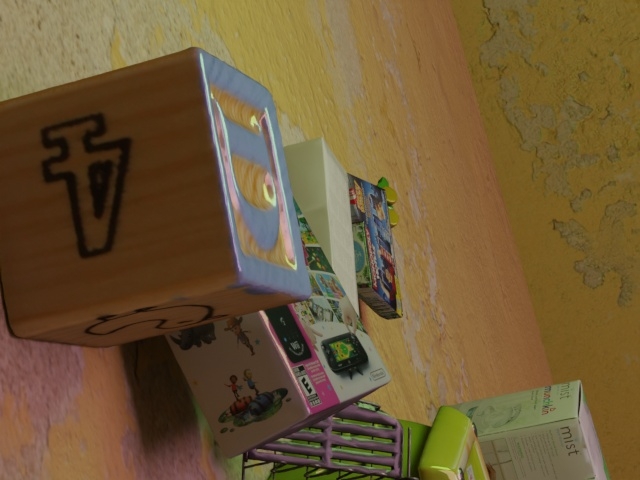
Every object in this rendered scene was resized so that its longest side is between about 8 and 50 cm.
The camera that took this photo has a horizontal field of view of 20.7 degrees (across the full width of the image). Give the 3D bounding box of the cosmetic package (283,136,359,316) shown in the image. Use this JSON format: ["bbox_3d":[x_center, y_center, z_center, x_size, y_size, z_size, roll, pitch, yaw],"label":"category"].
[{"bbox_3d":[0.000,0.000,2.172,0.099,0.060,0.239,51,29,-53],"label":"cosmetic package"}]

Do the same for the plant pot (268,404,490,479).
[{"bbox_3d":[0.084,0.316,1.922,0.228,0.207,0.227,-52,127,-72],"label":"plant pot"}]

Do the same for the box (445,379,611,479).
[{"bbox_3d":[0.323,0.373,2.690,0.127,0.231,0.262,-70,143,-64],"label":"box"}]

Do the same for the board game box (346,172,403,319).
[{"bbox_3d":[0.045,-0.007,2.344,0.194,0.060,0.194,43,36,-62],"label":"board game box"}]

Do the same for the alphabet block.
[{"bbox_3d":[-0.141,-0.028,1.428,0.192,0.197,0.193,23,55,-71],"label":"alphabet block"}]

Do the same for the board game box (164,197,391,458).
[{"bbox_3d":[-0.075,0.033,1.630,0.303,0.097,0.224,61,19,7],"label":"board game box"}]

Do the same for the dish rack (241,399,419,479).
[{"bbox_3d":[0.013,0.281,1.712,0.208,0.074,0.272,11,70,-27],"label":"dish rack"}]

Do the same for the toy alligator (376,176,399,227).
[{"bbox_3d":[0.077,-0.017,2.498,0.051,0.056,0.190,16,52,-23],"label":"toy alligator"}]
